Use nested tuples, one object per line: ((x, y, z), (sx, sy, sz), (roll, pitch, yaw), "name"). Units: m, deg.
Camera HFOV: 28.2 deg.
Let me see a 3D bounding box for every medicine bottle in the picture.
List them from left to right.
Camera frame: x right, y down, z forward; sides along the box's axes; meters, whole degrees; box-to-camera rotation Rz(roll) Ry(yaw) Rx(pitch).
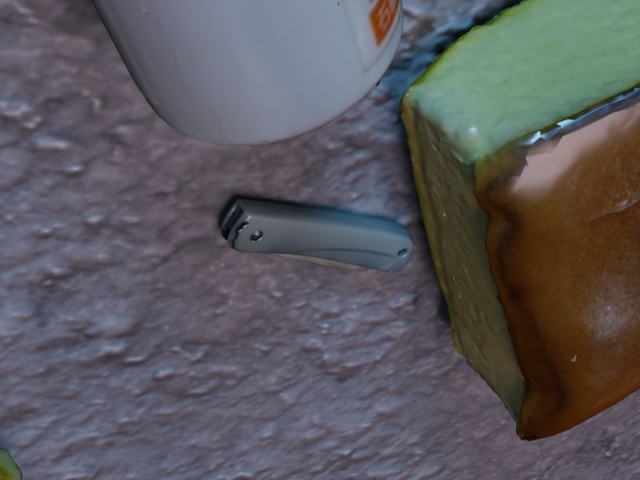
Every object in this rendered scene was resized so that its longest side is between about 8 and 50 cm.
((-0.053, -0.166, 0.536), (0.144, 0.144, 0.252), (-32, 144, -5), "medicine bottle")

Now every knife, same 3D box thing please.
((0.000, 0.000, 0.846), (0.162, 0.023, 0.044), (8, 128, -43), "knife")

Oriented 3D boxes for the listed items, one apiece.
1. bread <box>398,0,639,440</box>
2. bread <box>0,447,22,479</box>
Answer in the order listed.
((0.233, -0.044, 0.884), (0.323, 0.143, 0.333), (-31, 141, -9), "bread")
((-0.319, 0.232, 0.771), (0.274, 0.114, 0.185), (-1, 129, -35), "bread")
